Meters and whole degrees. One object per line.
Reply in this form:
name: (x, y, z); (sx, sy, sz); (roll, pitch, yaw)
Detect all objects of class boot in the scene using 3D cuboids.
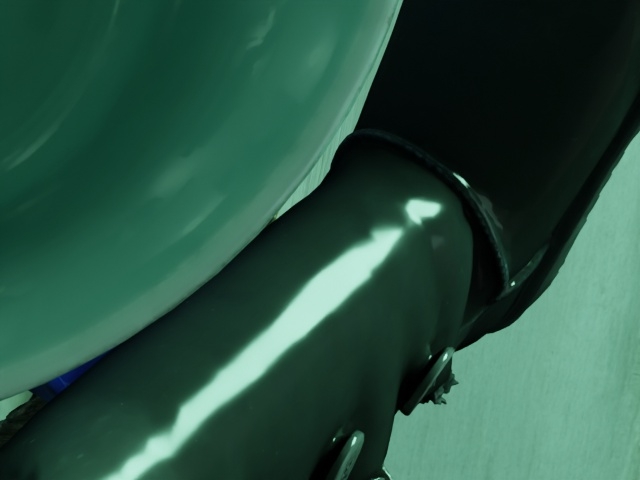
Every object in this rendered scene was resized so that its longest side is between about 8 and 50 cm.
boot: (0.000, 0.002, 0.728); (0.445, 0.146, 0.367); (-37, 147, -43)

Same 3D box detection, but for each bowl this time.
bowl: (-0.139, -0.102, 0.439); (0.163, 0.311, 0.312); (149, -47, -77)

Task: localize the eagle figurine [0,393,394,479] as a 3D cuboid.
eagle figurine: (-0.086, 0.091, 1.034); (0.225, 0.226, 0.298); (59, 9, -25)

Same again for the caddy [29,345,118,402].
caddy: (-0.133, -0.075, 0.723); (0.241, 0.179, 0.341); (-53, 165, -18)

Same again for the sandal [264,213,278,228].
sandal: (-0.068, -0.038, 1.424); (0.219, 0.060, 0.090); (83, 20, -58)
